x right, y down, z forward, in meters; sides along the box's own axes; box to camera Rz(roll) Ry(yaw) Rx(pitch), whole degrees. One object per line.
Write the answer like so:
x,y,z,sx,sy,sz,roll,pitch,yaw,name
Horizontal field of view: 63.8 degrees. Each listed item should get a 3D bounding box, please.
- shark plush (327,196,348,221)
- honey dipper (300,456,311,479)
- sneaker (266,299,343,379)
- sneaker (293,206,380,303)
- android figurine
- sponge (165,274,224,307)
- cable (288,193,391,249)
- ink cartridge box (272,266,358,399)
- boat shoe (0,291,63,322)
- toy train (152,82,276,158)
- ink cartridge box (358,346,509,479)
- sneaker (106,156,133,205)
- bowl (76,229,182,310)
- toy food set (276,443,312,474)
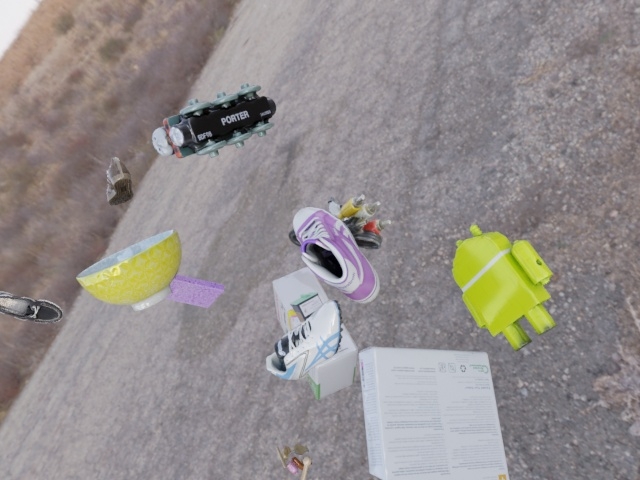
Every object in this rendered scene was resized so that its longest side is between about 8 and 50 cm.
0.063,-0.112,1.951,0.073,0.067,0.161,-64,30,12,shark plush
-0.042,0.526,1.048,0.030,0.030,0.161,-18,50,51,honey dipper
-0.030,0.188,0.940,0.237,0.086,0.085,-55,37,41,sneaker
0.001,-0.001,1.045,0.102,0.161,0.282,-51,49,8,sneaker
0.384,0.094,1.110,0.273,0.056,0.248,61,150,26,android figurine
-0.452,0.177,1.793,0.117,0.210,0.031,-42,48,29,sponge
0.049,-0.026,1.259,0.287,0.139,0.072,-15,38,49,cable
-0.019,0.241,1.355,0.117,0.201,0.278,-20,54,-16,ink cartridge box
-0.547,0.127,0.958,0.038,0.125,0.046,9,75,66,boat shoe
-0.262,-0.291,1.298,0.190,0.142,0.334,-8,19,42,toy train
0.243,0.398,1.086,0.071,0.323,0.331,-37,50,54,ink cartridge box
-0.529,-0.154,1.351,0.188,0.066,0.071,-35,71,57,sneaker
-0.500,0.101,1.426,0.289,0.156,0.289,-22,13,5,bowl
-0.064,0.546,1.279,0.019,0.122,0.078,-47,47,15,toy food set
